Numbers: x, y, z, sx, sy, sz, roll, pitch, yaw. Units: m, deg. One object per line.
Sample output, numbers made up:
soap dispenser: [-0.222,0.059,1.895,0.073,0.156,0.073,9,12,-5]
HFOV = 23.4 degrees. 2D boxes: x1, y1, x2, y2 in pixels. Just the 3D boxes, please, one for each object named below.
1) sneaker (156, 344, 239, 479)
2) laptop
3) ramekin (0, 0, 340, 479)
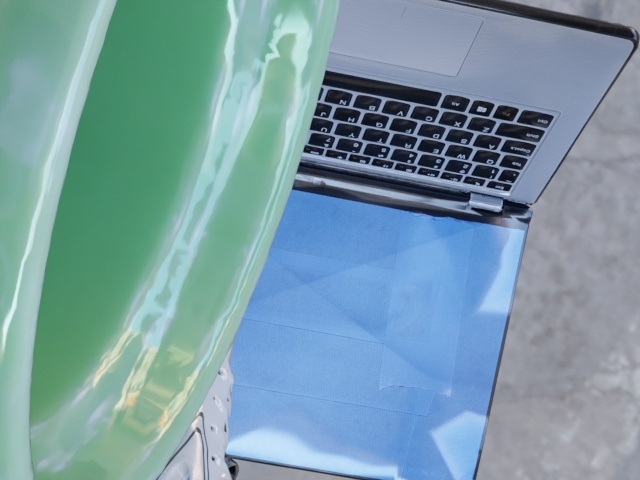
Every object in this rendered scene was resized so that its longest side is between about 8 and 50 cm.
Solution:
sneaker: [-0.065,0.109,0.690,0.086,0.237,0.085,13,144,-1]
laptop: [0.000,0.000,1.224,0.382,0.408,0.236,10,61,-7]
ramekin: [-0.102,-0.059,0.537,0.303,0.148,0.303,17,90,-81]
